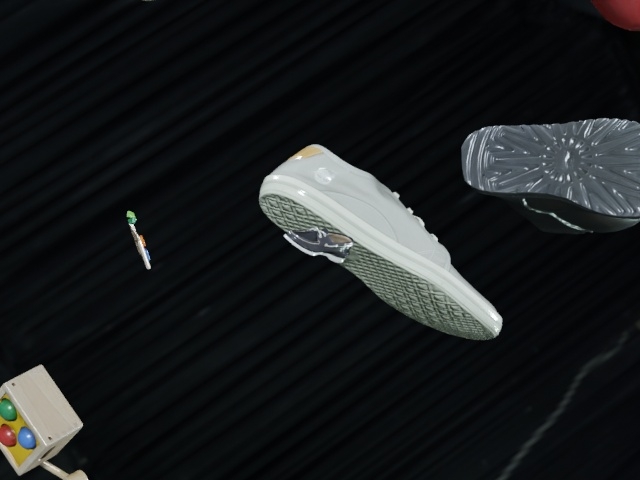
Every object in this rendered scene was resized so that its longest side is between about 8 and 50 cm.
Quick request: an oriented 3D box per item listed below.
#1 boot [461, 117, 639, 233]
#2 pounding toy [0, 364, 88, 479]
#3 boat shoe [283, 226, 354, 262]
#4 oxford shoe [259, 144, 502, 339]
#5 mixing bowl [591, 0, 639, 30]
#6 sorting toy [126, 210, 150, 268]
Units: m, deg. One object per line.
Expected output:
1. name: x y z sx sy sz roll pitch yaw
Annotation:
1. boot: 0.469 -0.078 2.111 0.366 0.146 0.445 12 -6 28
2. pounding toy: -0.481 0.349 2.158 0.206 0.094 0.181 53 -46 9
3. boat shoe: 0.000 0.000 1.777 0.125 0.038 0.046 19 22 -46
4. oxford shoe: 0.111 0.005 1.934 0.449 0.130 0.169 36 -28 -18
5. mixing bowl: 0.440 -0.347 1.736 0.181 0.181 0.098 38 -29 56
6. sorting toy: -0.277 -0.004 1.953 0.062 0.012 0.083 -125 -163 -52
